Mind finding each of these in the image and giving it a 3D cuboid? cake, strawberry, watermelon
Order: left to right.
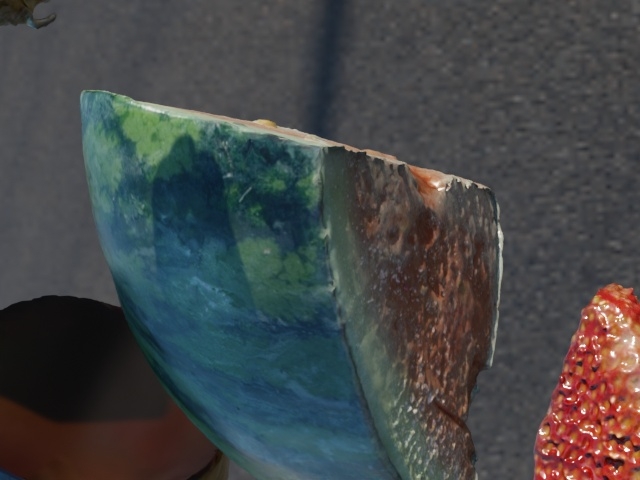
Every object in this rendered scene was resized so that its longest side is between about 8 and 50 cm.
[{"bbox_3d":[-0.166,0.159,1.103,0.185,0.208,0.178,-80,10,-51],"label":"cake"},{"bbox_3d":[0.000,0.000,0.850,0.213,0.201,0.261,19,143,36],"label":"watermelon"},{"bbox_3d":[0.260,0.172,1.337,0.107,0.175,0.236,20,141,50],"label":"strawberry"}]

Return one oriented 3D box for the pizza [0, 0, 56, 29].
[{"bbox_3d":[-0.245,-0.217,1.007,0.071,0.297,0.189,4,87,26],"label":"pizza"}]
